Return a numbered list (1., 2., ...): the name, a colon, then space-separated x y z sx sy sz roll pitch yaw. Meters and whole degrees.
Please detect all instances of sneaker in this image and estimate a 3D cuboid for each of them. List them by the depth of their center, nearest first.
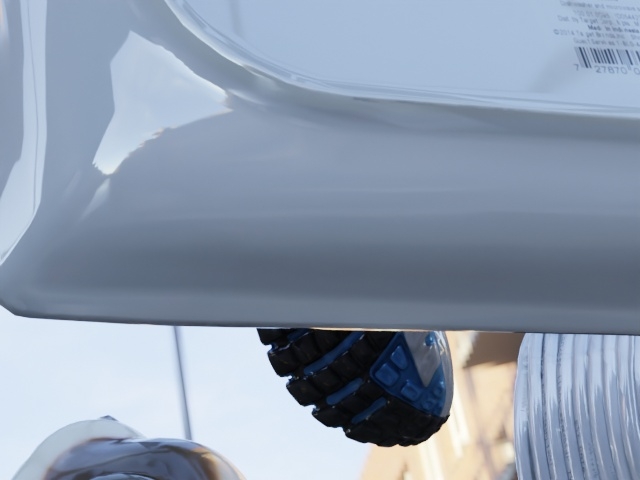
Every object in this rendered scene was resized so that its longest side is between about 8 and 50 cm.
1. sneaker: 0.000 0.000 0.723 0.071 0.191 0.083 -42 -20 20

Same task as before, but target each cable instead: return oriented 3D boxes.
1. cable: 0.207 0.132 0.975 0.089 0.257 0.257 -22 -62 34

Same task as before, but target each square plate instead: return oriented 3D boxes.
1. square plate: 0.055 -0.118 0.565 0.347 0.344 0.049 2 -40 -20

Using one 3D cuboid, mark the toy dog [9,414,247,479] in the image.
1. toy dog: -0.201 0.293 1.152 0.408 0.395 0.284 -48 -46 1
